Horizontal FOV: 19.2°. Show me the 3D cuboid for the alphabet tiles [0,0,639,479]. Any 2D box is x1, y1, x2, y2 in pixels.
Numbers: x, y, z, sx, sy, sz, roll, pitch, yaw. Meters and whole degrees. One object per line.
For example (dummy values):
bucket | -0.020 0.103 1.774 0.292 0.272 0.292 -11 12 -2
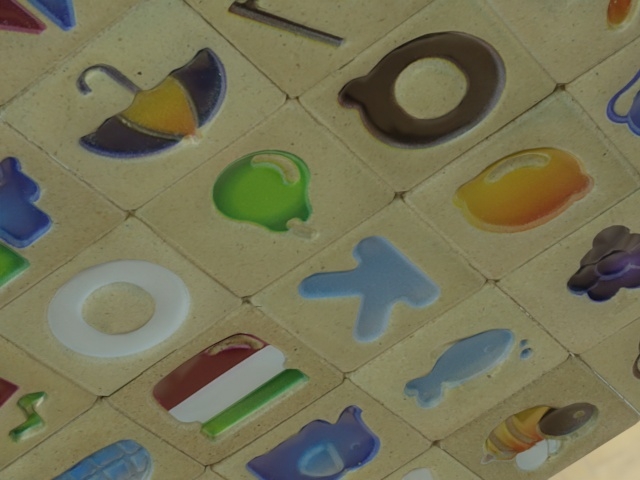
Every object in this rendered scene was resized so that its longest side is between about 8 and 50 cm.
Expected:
alphabet tiles | 0.000 0.000 0.563 0.285 0.342 0.011 -35 47 15
